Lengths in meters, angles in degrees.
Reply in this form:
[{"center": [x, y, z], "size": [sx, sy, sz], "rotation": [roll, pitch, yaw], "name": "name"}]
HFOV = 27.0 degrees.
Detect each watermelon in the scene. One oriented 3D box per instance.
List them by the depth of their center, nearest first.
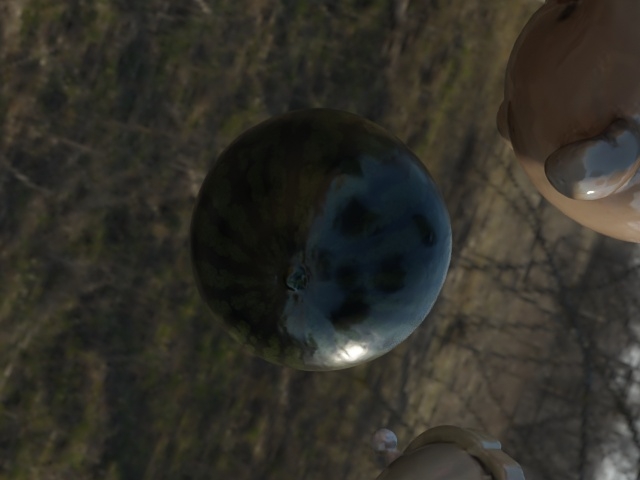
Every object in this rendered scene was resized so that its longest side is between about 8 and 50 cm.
[{"center": [0.000, 0.000, 1.037], "size": [0.212, 0.212, 0.212], "rotation": [21, 90, -79], "name": "watermelon"}]

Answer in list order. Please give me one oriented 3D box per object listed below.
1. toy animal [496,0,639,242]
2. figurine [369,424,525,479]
[{"center": [0.219, -0.098, 0.689], "size": [0.210, 0.221, 0.229], "rotation": [-111, -137, -82], "name": "toy animal"}, {"center": [0.105, 0.222, 0.878], "size": [0.141, 0.236, 0.162], "rotation": [4, 130, -34], "name": "figurine"}]
